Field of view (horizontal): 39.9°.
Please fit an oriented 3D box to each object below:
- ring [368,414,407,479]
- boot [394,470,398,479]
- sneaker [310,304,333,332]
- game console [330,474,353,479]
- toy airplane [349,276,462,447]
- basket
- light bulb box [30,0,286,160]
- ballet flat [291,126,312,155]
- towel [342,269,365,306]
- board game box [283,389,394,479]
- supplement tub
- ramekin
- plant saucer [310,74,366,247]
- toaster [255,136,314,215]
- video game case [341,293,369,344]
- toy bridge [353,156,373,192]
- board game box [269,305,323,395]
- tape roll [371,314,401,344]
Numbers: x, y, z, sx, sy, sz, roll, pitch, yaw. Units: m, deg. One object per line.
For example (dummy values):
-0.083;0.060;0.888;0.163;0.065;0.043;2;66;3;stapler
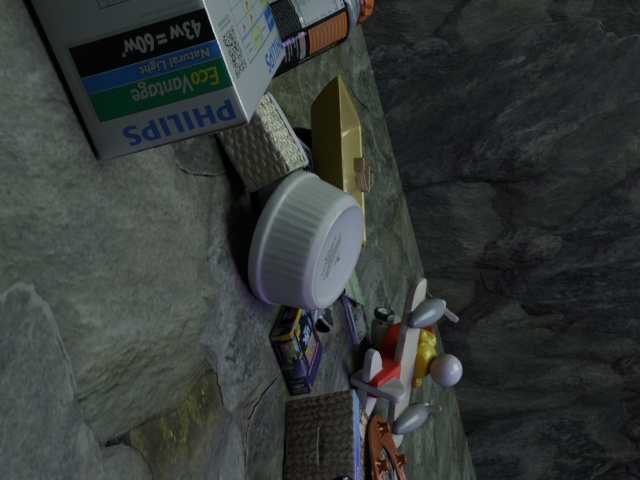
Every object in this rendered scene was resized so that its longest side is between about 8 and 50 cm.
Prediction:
0.159;0.511;1.751;0.336;0.032;0.337;-17;90;-79;ring
0.164;0.616;2.156;0.258;0.095;0.123;-82;148;-57;boot
0.005;0.141;2.025;0.228;0.086;0.132;-26;107;-65;sneaker
0.016;0.584;1.495;0.173;0.250;0.293;53;-8;46;game console
0.237;0.329;2.328;0.386;0.272;0.385;79;25;-64;toy airplane
-0.118;-0.187;1.701;0.167;0.113;0.103;61;23;-6;basket
-0.228;-0.359;1.249;0.358;0.225;0.361;-76;151;-62;light bulb box
-0.030;-0.221;2.167;0.280;0.095;0.096;-11;97;-75;ballet flat
0.075;0.114;2.367;0.152;0.023;0.113;39;34;-63;towel
0.044;0.476;1.729;0.232;0.141;0.291;-89;161;-44;board game box
-0.066;-0.432;1.691;0.193;0.316;0.194;47;-24;29;supplement tub
-0.017;0.011;1.698;0.273;0.127;0.273;-50;151;-42;ramekin
0.040;-0.170;2.053;0.333;0.080;0.333;45;42;-74;plant saucer
-0.077;-0.124;1.859;0.185;0.110;0.168;35;43;-69;toaster
0.096;0.198;2.425;0.157;0.019;0.143;-36;112;-74;video game case
0.105;-0.147;2.107;0.188;0.026;0.063;38;51;-77;toy bridge
-0.046;0.212;1.806;0.170;0.048;0.141;-71;144;-64;board game box
0.219;0.338;2.666;0.219;0.072;0.219;-12;90;-76;tape roll
